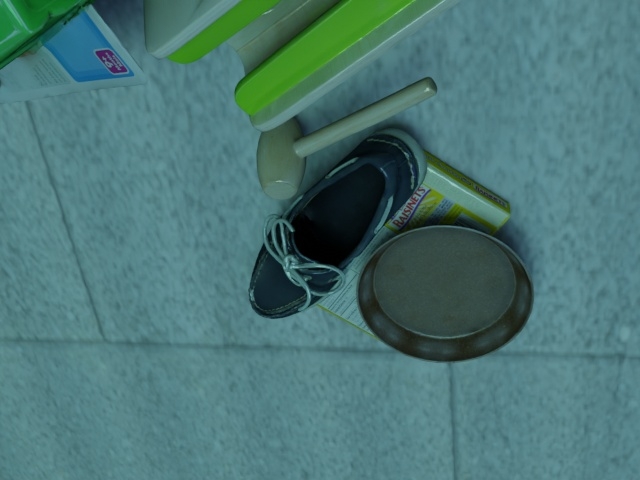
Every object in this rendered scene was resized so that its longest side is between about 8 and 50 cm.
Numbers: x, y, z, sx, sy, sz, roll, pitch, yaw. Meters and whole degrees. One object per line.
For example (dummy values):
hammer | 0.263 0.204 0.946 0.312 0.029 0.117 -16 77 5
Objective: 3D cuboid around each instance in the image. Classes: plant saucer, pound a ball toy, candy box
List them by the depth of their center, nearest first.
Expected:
pound a ball toy | 0.014 -0.192 0.668 0.319 0.136 0.208 -31 139 28
plant saucer | 0.119 0.048 0.820 0.168 0.029 0.168 4 125 6
candy box | 0.083 0.014 0.836 0.105 0.027 0.206 32 124 -8

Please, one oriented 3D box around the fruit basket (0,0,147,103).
fruit basket | -0.325 -0.236 0.645 0.353 0.165 0.327 0 130 38

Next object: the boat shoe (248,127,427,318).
boat shoe | 0.000 0.000 0.793 0.095 0.079 0.254 50 126 2
